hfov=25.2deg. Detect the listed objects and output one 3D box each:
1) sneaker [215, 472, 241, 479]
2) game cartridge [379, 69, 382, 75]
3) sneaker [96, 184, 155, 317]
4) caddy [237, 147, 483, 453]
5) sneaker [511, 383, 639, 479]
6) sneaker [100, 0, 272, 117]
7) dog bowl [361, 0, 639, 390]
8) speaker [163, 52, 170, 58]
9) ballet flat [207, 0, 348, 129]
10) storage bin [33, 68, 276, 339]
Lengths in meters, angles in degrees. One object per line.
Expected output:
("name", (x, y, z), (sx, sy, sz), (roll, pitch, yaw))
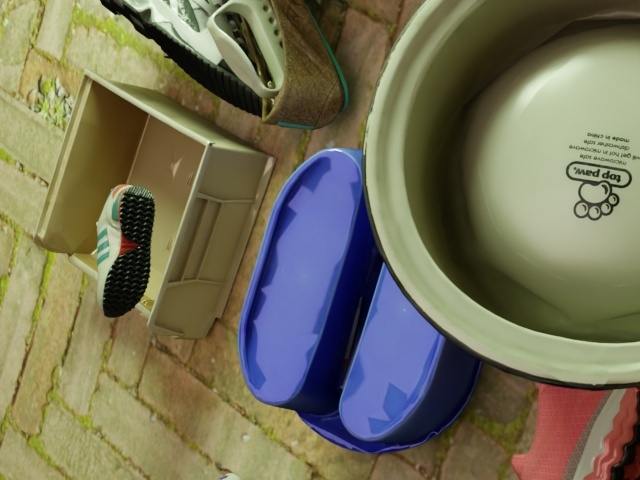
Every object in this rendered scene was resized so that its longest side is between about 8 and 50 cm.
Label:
("sneaker", (-0.158, 0.348, 1.756), (0.068, 0.071, 0.170), (49, 119, 34))
("game cartridge", (0.205, -0.074, 1.382), (0.198, 0.062, 0.297), (-23, 69, -8))
("sneaker", (-0.240, 0.010, 1.715), (0.075, 0.057, 0.161), (20, 102, 59))
("caddy", (0.062, 0.058, 1.508), (0.241, 0.179, 0.341), (18, 93, 21))
("sneaker", (0.266, 0.130, 1.345), (0.136, 0.116, 0.314), (34, 111, 38))
("sneaker", (-0.146, -0.287, 1.736), (0.330, 0.122, 0.146), (41, 80, 6))
("dog bowl", (0.249, -0.065, 1.219), (0.407, 0.150, 0.408), (-4, 74, 16))
("speaker", (-0.167, -0.296, 1.828), (0.055, 0.055, 0.136), (7, 92, 43))
("ballet flat", (-0.081, -0.282, 1.658), (0.116, 0.124, 0.342), (-32, 77, 63))
("storage bin", (-0.218, -0.044, 1.808), (0.262, 0.123, 0.260), (31, 107, 39))
